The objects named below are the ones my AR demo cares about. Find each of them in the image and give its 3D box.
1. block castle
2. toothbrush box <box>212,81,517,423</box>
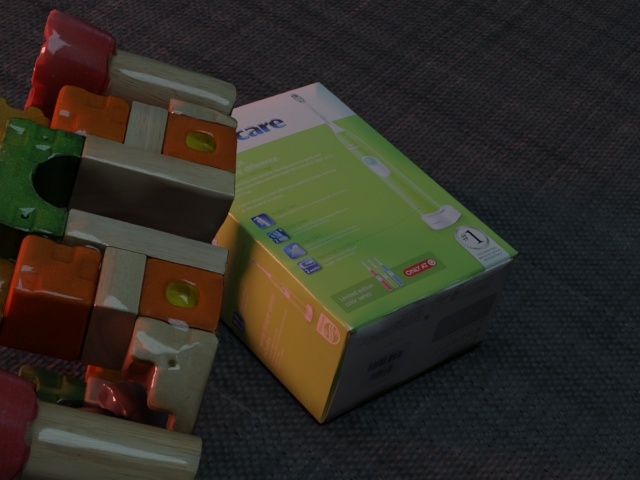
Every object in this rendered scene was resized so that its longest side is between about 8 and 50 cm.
[{"bbox_3d":[-0.205,0.069,1.036,0.212,0.303,0.453,15,40,-11],"label":"block castle"},{"bbox_3d":[0.000,0.000,1.319,0.206,0.122,0.283,-23,54,-37],"label":"toothbrush box"}]
